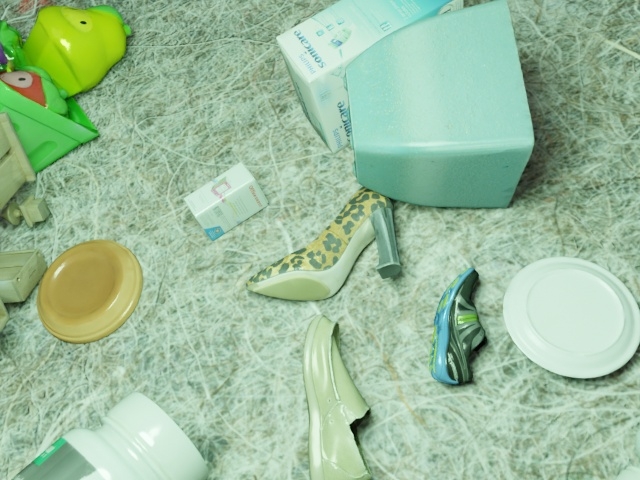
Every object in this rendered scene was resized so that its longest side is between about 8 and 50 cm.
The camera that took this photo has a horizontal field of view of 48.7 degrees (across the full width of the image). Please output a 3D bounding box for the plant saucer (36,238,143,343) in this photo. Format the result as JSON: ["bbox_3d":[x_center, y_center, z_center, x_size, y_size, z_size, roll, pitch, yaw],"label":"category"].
[{"bbox_3d":[-0.416,0.083,1.258,0.200,0.037,0.199,-6,62,11],"label":"plant saucer"}]

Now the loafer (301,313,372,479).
[{"bbox_3d":[0.028,0.240,1.046,0.092,0.102,0.268,-7,72,8],"label":"loafer"}]

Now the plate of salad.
[{"bbox_3d":[0.373,0.114,1.057,0.200,0.048,0.199,-1,58,2],"label":"plate of salad"}]

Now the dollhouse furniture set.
[{"bbox_3d":[-0.625,-0.050,1.179,0.174,0.355,0.303,-6,33,10],"label":"dollhouse furniture set"}]

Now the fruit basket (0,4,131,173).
[{"bbox_3d":[-0.571,-0.358,1.408,0.392,0.283,0.391,-7,73,24],"label":"fruit basket"}]

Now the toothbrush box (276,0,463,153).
[{"bbox_3d":[0.097,-0.321,1.245,0.296,0.216,0.126,-30,61,-4],"label":"toothbrush box"}]

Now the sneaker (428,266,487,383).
[{"bbox_3d":[0.217,0.131,1.082,0.078,0.067,0.188,16,65,-3],"label":"sneaker"}]

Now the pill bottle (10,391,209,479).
[{"bbox_3d":[-0.339,0.388,0.953,0.204,0.204,0.361,33,57,25],"label":"pill bottle"}]

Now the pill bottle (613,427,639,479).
[{"bbox_3d":[0.514,0.256,0.878,0.319,0.176,0.176,-39,62,-8],"label":"pill bottle"}]

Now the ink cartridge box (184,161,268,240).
[{"bbox_3d":[-0.164,-0.068,1.247,0.123,0.088,0.052,-32,58,-5],"label":"ink cartridge box"}]

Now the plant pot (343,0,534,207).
[{"bbox_3d":[0.169,-0.194,1.114,0.253,0.248,0.246,-5,71,3],"label":"plant pot"}]

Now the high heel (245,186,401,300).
[{"bbox_3d":[0.000,0.000,1.187,0.262,0.093,0.186,-12,52,8],"label":"high heel"}]
